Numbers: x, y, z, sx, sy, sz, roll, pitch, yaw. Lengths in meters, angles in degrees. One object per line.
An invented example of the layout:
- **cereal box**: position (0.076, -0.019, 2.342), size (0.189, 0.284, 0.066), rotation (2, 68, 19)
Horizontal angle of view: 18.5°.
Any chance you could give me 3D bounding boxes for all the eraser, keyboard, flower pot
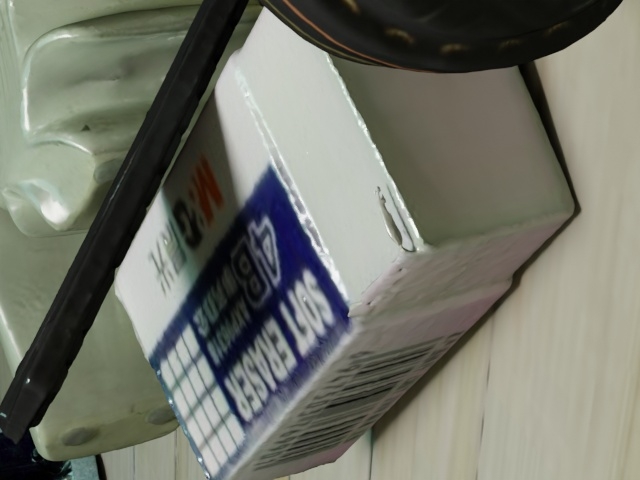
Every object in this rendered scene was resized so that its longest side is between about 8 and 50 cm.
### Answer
- **eraser**: position (0.000, 0.000, 0.809), size (0.130, 0.086, 0.287), rotation (67, 155, 15)
- **keyboard**: position (-0.057, -0.062, 0.808), size (0.309, 0.018, 0.101), rotation (-66, 8, -22)
- **flower pot**: position (-0.139, -0.062, 1.104), size (0.367, 0.165, 0.254), rotation (109, 142, -53)

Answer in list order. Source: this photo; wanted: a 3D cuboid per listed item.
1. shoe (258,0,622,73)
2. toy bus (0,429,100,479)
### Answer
- **shoe**: position (-0.013, -0.233, 0.619), size (0.237, 0.171, 0.384), rotation (171, 92, -65)
- **toy bus**: position (-0.229, 0.297, 1.593), size (0.165, 0.133, 0.271), rotation (104, 154, -60)
